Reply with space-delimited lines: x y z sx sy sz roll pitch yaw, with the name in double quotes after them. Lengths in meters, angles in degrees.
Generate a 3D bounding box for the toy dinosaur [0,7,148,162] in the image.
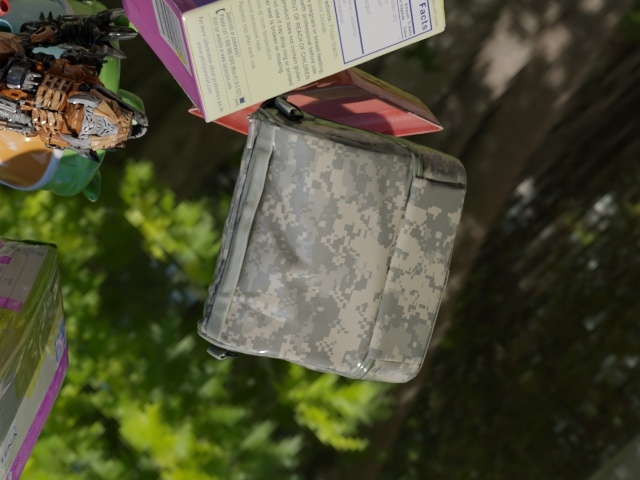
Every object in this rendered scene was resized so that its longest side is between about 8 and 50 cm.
-0.307 -0.173 1.831 0.322 0.164 0.218 41 -154 20 "toy dinosaur"

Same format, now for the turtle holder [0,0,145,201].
-0.359 -0.218 2.184 0.227 0.320 0.243 9 164 -25 "turtle holder"

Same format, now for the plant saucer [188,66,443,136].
-0.003 -0.184 2.387 0.258 0.259 0.048 17 -109 -56 "plant saucer"

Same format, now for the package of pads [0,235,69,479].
-0.394 0.162 2.134 0.296 0.101 0.229 -73 -11 -46 "package of pads"

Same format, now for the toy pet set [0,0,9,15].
-0.234 -0.259 1.394 0.114 0.065 0.122 57 -135 -35 "toy pet set"

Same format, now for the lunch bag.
0.000 0.000 2.052 0.256 0.305 0.212 9 -170 -43 "lunch bag"

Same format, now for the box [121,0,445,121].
-0.045 -0.246 1.607 0.213 0.243 0.117 -127 20 -48 "box"
